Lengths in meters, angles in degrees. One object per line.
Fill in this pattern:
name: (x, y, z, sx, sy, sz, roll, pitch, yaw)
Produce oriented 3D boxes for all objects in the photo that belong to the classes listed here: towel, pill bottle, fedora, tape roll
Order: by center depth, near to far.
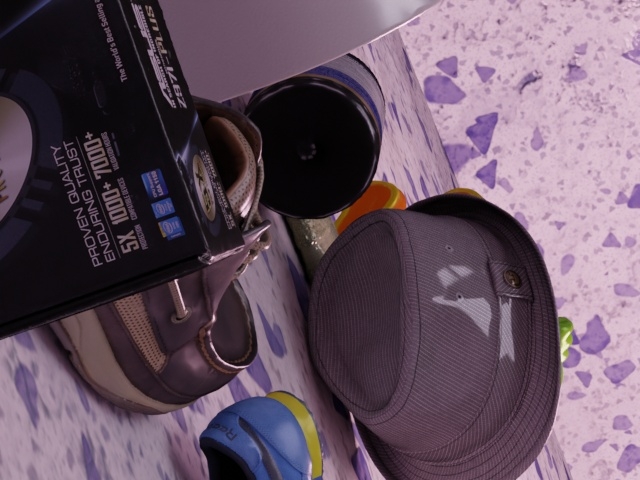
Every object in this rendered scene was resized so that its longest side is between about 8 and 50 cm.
tape roll: (-0.054, -0.201, 1.274, 0.246, 0.246, 0.169, -78, 146, -73)
fedora: (0.076, 0.081, 1.666, 0.124, 0.244, 0.275, 17, 59, -41)
pill bottle: (-0.005, -0.103, 1.724, 0.219, 0.123, 0.122, -78, 147, -73)
towel: (0.000, 0.000, 1.836, 0.148, 0.027, 0.110, -52, 121, -79)

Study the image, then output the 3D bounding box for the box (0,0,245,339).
box: (-0.133, -0.053, 0.820, 0.077, 0.147, 0.180, -26, 97, -80)

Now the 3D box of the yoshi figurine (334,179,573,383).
yoshi figurine: (0.152, 0.086, 2.049, 0.203, 0.203, 0.362, -108, 176, -54)

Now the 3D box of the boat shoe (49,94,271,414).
boat shoe: (-0.086, -0.004, 1.038, 0.355, 0.130, 0.132, 50, 23, -65)

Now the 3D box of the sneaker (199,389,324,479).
sneaker: (-0.032, 0.198, 1.198, 0.082, 0.069, 0.209, -24, 107, -46)
